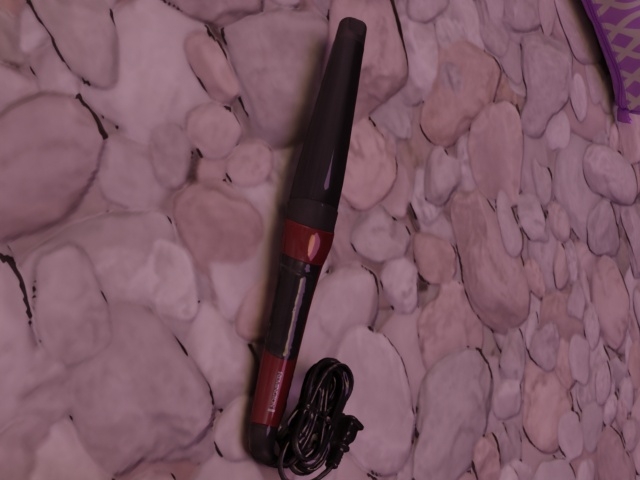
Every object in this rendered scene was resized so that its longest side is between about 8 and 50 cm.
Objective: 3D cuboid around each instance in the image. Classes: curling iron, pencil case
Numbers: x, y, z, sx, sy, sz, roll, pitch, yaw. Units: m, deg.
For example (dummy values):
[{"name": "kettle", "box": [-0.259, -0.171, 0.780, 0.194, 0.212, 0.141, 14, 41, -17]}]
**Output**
[{"name": "curling iron", "box": [0.000, 0.000, 0.449, 0.068, 0.035, 0.274, 18, 73, -47]}, {"name": "pencil case", "box": [0.292, -0.221, 0.740, 0.088, 0.086, 0.206, -35, 110, -6]}]
